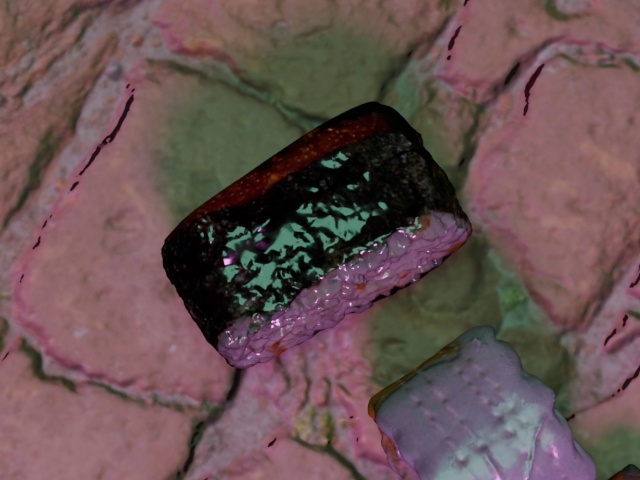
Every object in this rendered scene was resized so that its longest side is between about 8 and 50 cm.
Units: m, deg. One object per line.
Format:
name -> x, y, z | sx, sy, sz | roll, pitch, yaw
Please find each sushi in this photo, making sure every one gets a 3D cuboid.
sushi -> 0.000, 0.000, 1.413 | 0.225, 0.136, 0.126 | -34, 76, -12

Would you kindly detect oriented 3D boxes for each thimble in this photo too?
thimble -> 0.116, 0.149, 1.358 | 0.118, 0.127, 0.151 | -33, 67, -6

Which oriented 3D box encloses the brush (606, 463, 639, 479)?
brush -> 0.175, 0.231, 1.362 | 0.323, 0.070, 0.051 | -38, 75, -8
